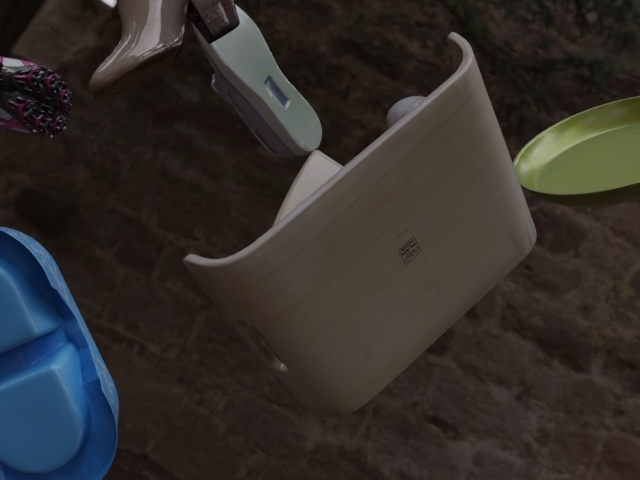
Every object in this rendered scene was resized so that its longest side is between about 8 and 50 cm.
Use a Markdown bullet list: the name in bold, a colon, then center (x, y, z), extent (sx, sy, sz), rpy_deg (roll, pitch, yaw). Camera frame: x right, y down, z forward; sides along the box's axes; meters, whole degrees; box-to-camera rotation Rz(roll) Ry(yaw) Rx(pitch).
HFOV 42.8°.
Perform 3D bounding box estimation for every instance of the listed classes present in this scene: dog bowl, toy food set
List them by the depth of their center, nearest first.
- **toy food set**: center (0.052, -0.007, 0.727), extent (0.092, 0.306, 0.220), rpy_deg (36, -18, 49)
- **dog bowl**: center (-0.305, 0.117, 0.813), extent (0.074, 0.165, 0.297), rpy_deg (-88, 155, -79)

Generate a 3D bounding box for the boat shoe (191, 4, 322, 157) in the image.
- **boat shoe**: center (-0.092, -0.188, 0.985), extent (0.081, 0.079, 0.227), rpy_deg (-14, -58, 44)

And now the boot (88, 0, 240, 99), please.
- **boot**: center (-0.106, -0.145, 0.481), extent (0.087, 0.118, 0.042), rpy_deg (57, -30, -6)

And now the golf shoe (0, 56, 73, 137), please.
- **golf shoe**: center (-0.312, -0.146, 0.777), extent (0.085, 0.068, 0.186), rpy_deg (15, 0, 21)

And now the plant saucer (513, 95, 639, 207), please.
- **plant saucer**: center (0.342, -0.100, 0.939), extent (0.241, 0.241, 0.037), rpy_deg (18, -44, 58)

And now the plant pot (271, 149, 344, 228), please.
- **plant pot**: center (0.000, 0.000, 0.789), extent (0.109, 0.096, 0.109), rpy_deg (34, -40, 9)
